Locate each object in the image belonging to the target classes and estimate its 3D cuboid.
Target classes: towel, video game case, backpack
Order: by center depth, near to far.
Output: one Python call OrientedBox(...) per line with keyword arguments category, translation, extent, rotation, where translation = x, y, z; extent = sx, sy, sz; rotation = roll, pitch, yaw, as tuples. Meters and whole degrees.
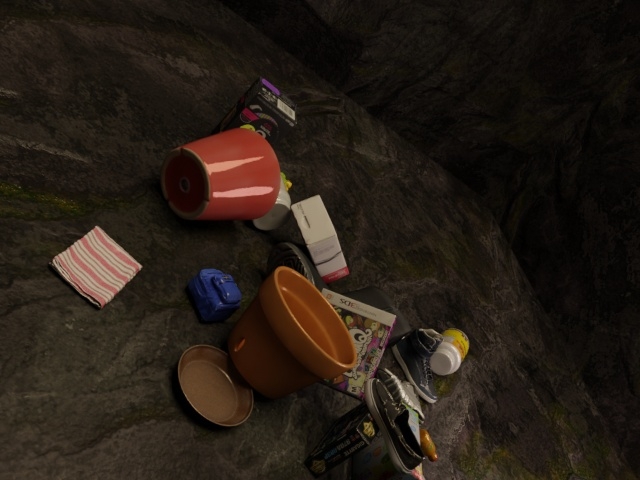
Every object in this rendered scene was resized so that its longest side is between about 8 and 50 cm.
OrientedBox(category="towel", translation=(-0.482, 0.052, 1.393), extent=(0.144, 0.029, 0.197), rotation=(44, 26, -9))
OrientedBox(category="backpack", translation=(-0.256, 0.124, 1.561), extent=(0.120, 0.101, 0.098), rotation=(55, 20, 23))
OrientedBox(category="video game case", translation=(0.057, 0.263, 1.632), extent=(0.210, 0.232, 0.042), rotation=(20, -16, 18))

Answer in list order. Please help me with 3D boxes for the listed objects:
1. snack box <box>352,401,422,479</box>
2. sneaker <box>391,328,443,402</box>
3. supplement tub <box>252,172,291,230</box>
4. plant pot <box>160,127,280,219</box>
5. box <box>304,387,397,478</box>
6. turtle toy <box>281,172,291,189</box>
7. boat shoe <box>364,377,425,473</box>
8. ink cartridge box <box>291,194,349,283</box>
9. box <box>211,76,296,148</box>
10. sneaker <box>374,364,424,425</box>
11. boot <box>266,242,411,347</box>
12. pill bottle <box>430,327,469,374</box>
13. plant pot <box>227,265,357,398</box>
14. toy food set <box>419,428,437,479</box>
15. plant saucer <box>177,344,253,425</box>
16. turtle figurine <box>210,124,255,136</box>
OrientedBox(category="snack box", translation=(0.158, 0.522, 1.549), extent=(0.070, 0.174, 0.207), rotation=(40, 26, -17))
OrientedBox(category="sneaker", translation=(0.344, 0.390, 2.040), extent=(0.086, 0.163, 0.226), rotation=(2, 52, -58))
OrientedBox(category="supplement tub", translation=(-0.176, -0.145, 2.007), extent=(0.144, 0.144, 0.200), rotation=(22, 35, -42))
OrientedBox(category="plant pot", translation=(-0.290, -0.171, 1.773), extent=(0.243, 0.275, 0.275), rotation=(-19, 69, -52))
OrientedBox(category="box", translation=(0.076, 0.453, 1.519), extent=(0.051, 0.175, 0.220), rotation=(52, 25, 5))
OrientedBox(category="turtle toy", translation=(-0.154, -0.201, 2.211), extent=(0.095, 0.066, 0.130), rotation=(44, 25, -8))
OrientedBox(category="boat shoe", translation=(0.170, 0.405, 1.441), extent=(0.080, 0.076, 0.229), rotation=(25, 35, -42))
OrientedBox(category="ink cartridge box", translation=(0.000, 0.000, 2.002), extent=(0.237, 0.100, 0.172), rotation=(70, -3, -55))
OrientedBox(category="box", translation=(-0.223, -0.374, 2.111), extent=(0.165, 0.270, 0.143), rotation=(35, 29, -25))
OrientedBox(category="sneaker", translation=(0.222, 0.437, 1.890), extent=(0.229, 0.086, 0.132), rotation=(53, 19, -11))
OrientedBox(category="boot", translation=(0.066, 0.171, 1.923), extent=(0.445, 0.146, 0.367), rotation=(-3, 65, -53))
OrientedBox(category="pill bottle", translation=(0.445, 0.393, 2.238), extent=(0.117, 0.117, 0.215), rotation=(51, 26, 7))
OrientedBox(category="plant pot", translation=(-0.081, 0.236, 1.509), extent=(0.291, 0.203, 0.291), rotation=(47, 13, -14))
OrientedBox(category="toy food set", translation=(0.217, 0.598, 1.592), extent=(0.105, 0.111, 0.232), rotation=(60, 36, -31))
OrientedBox(category="plant saucer", translation=(-0.234, 0.320, 1.388), extent=(0.198, 0.036, 0.199), rotation=(37, 28, -23))
OrientedBox(category="turtle figurine", translation=(-0.252, -0.235, 1.950), extent=(0.087, 0.217, 0.270), rotation=(-2, 63, -46))
